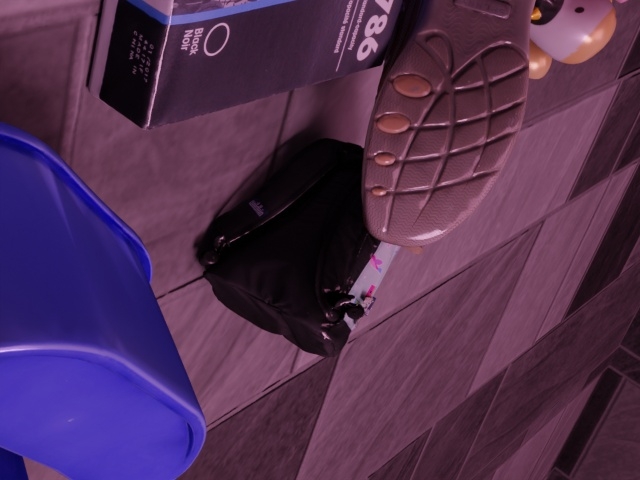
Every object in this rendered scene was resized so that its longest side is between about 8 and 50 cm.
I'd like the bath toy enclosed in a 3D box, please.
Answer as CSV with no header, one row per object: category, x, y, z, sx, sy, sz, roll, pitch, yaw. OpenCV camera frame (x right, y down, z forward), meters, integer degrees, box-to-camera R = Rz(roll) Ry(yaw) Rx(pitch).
bath toy,0.241,-0.258,0.940,0.129,0.151,0.348,-5,165,-20

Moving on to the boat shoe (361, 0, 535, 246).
boat shoe,0.110,-0.149,0.927,0.116,0.123,0.324,-174,-76,-82

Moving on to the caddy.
caddy,-0.213,0.063,0.613,0.241,0.179,0.341,-31,154,0

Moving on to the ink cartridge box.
ink cartridge box,-0.011,-0.192,0.788,0.333,0.065,0.165,-27,143,-48

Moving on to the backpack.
backpack,0.000,0.000,0.976,0.182,0.152,0.115,-56,166,-24

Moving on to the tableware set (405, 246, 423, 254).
tableware set,0.100,-0.060,1.185,0.128,0.039,0.194,-47,151,11
